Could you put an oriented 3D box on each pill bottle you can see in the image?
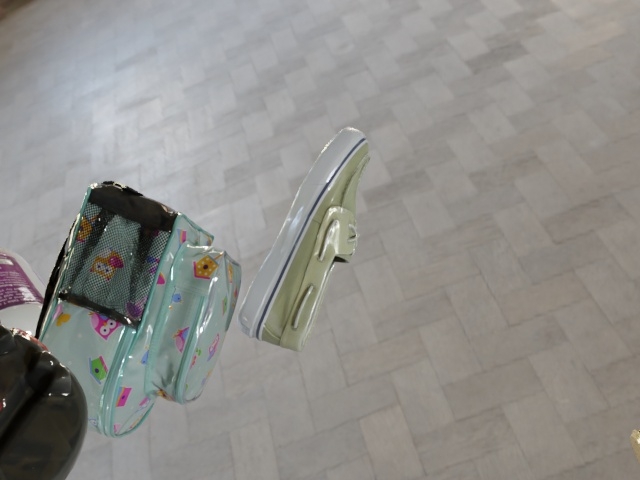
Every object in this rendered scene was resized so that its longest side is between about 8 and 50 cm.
[{"bbox_3d":[-0.412,0.136,1.083,0.169,0.169,0.301,-37,39,-17],"label":"pill bottle"}]

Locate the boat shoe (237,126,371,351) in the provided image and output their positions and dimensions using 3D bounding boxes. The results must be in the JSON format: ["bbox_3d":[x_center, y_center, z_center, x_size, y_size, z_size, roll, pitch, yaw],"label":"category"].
[{"bbox_3d":[0.000,0.000,1.056,0.094,0.109,0.302,25,83,9],"label":"boat shoe"}]

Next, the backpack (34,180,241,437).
[{"bbox_3d":[-0.150,0.066,0.665,0.144,0.166,0.188,26,84,3],"label":"backpack"}]

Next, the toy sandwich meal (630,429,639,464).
[{"bbox_3d":[0.399,0.258,0.978,0.029,0.085,0.085,-23,38,4],"label":"toy sandwich meal"}]

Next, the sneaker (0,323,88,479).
[{"bbox_3d":[-0.243,0.047,0.377,0.135,0.276,0.097,-48,9,47],"label":"sneaker"}]
